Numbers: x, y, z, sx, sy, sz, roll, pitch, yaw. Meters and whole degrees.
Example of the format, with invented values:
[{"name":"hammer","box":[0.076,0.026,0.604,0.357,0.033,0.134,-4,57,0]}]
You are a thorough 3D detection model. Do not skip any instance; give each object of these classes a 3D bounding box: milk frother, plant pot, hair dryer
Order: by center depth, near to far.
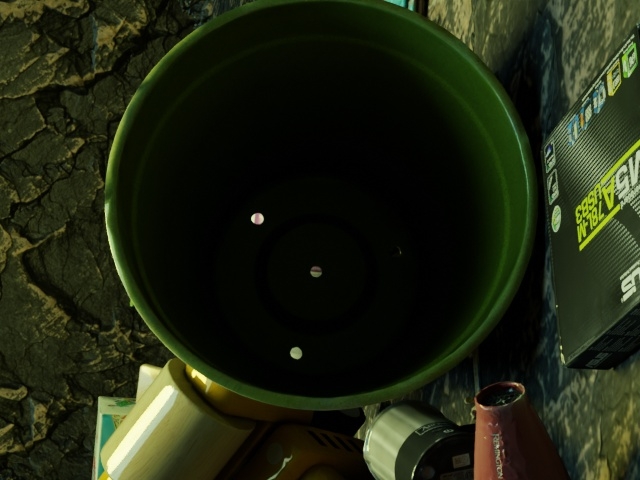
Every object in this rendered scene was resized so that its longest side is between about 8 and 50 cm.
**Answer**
[{"name":"hair dryer","box":[0.094,0.224,1.002,0.294,0.223,0.080,-64,-3,31]},{"name":"milk frother","box":[0.110,0.219,1.128,0.135,0.129,0.143,-160,80,-75]},{"name":"plant pot","box":[0.000,0.000,1.309,0.353,0.366,0.367,92,179,-77]}]

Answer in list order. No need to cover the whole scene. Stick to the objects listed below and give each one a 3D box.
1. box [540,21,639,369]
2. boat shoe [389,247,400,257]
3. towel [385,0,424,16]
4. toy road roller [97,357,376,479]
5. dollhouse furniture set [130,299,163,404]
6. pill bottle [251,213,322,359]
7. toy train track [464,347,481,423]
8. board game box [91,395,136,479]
[{"name":"box","box":[0.211,-0.025,0.939,0.191,0.045,0.184,119,155,-64]},{"name":"boat shoe","box":[0.072,0.011,1.562,0.040,0.049,0.142,-144,61,-75]},{"name":"towel","box":[0.048,-0.385,1.654,0.271,0.040,0.370,-5,80,60]},{"name":"toy road roller","box":[-0.053,0.271,1.472,0.202,0.329,0.240,-52,51,13]},{"name":"dollhouse furniture set","box":[-0.134,0.141,1.905,0.301,0.151,0.198,-15,-65,-66]},{"name":"pill bottle","box":[-0.021,0.039,1.697,0.169,0.169,0.302,-129,45,-72]},{"name":"toy train track","box":[0.143,0.140,1.266,0.048,0.014,0.083,119,153,-63]},{"name":"board game box","box":[-0.200,0.365,2.096,0.097,0.303,0.224,-136,50,-74]}]
